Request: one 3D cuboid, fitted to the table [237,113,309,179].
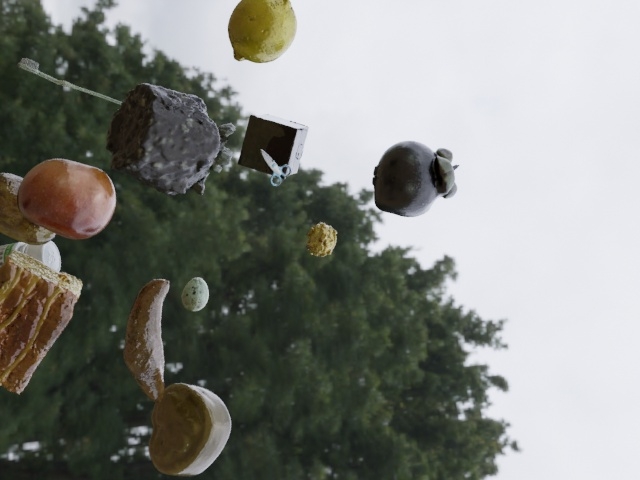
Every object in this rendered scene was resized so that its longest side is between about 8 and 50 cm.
[{"bbox_3d":[-0.144,-0.311,2.627,0.193,0.172,0.169,-35,142,-74],"label":"table"}]

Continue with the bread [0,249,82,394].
[{"bbox_3d":[-0.648,0.174,1.711,0.275,0.184,0.114,-54,-156,12],"label":"bread"}]

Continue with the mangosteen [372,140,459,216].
[{"bbox_3d":[0.259,-0.168,2.187,0.243,0.242,0.243,2,-88,62],"label":"mangosteen"}]

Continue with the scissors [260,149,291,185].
[{"bbox_3d":[-0.105,-0.167,1.788,0.058,0.119,0.014,-43,-127,-4],"label":"scissors"}]

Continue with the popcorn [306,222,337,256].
[{"bbox_3d":[0.000,0.000,1.887,0.083,0.057,0.082,-35,-133,31],"label":"popcorn"}]

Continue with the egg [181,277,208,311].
[{"bbox_3d":[-0.395,0.170,2.526,0.085,0.085,0.110,-38,-139,56],"label":"egg"}]

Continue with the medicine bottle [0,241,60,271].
[{"bbox_3d":[-0.957,0.075,2.538,0.139,0.236,0.139,-9,90,-79],"label":"medicine bottle"}]

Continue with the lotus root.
[{"bbox_3d":[-0.763,-0.087,1.988,0.145,0.260,0.128,-48,-156,21],"label":"lotus root"}]

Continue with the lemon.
[{"bbox_3d":[-0.151,-0.539,2.042,0.206,0.173,0.173,-52,-142,9],"label":"lemon"}]

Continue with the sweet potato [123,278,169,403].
[{"bbox_3d":[-0.425,0.260,1.953,0.092,0.114,0.342,22,-65,41],"label":"sweet potato"}]

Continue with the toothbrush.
[{"bbox_3d":[-0.623,-0.391,2.032,0.026,0.294,0.028,17,-95,56],"label":"toothbrush"}]

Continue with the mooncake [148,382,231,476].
[{"bbox_3d":[-0.343,0.487,2.073,0.234,0.117,0.235,-16,-117,34],"label":"mooncake"}]

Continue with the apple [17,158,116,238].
[{"bbox_3d":[-0.542,-0.094,1.726,0.201,0.201,0.162,2,-112,62],"label":"apple"}]

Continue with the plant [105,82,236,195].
[{"bbox_3d":[-0.328,-0.220,1.888,0.215,0.312,0.213,-44,-133,23],"label":"plant"}]
